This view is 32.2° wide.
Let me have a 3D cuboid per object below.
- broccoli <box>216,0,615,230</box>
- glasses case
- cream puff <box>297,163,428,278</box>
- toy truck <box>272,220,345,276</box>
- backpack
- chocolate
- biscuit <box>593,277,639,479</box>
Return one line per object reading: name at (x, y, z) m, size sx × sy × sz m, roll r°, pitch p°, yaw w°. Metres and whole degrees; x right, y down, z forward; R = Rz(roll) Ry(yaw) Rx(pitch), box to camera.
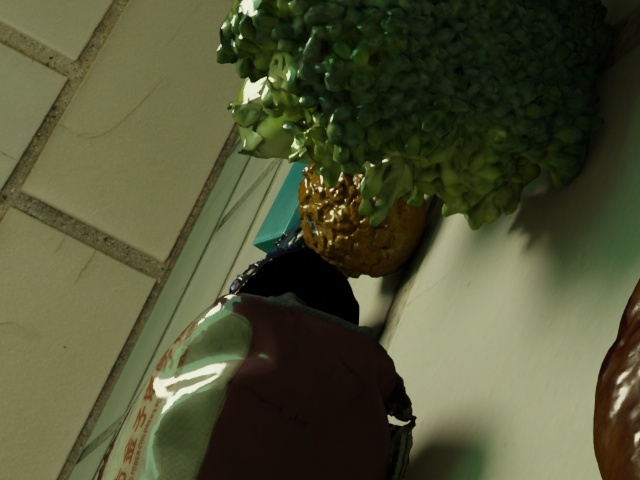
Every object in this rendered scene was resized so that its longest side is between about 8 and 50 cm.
broccoli at (0.081, -0.159, 0.844) m, size 0.338 × 0.277 × 0.317 m, roll -57°, pitch 17°, yaw -15°
glasses case at (0.014, -0.113, 1.545) m, size 0.301 × 0.070 × 0.117 m, roll -62°, pitch 17°, yaw -17°
cream puff at (0.033, -0.035, 1.065) m, size 0.126 × 0.103 × 0.144 m, roll -19°, pitch 66°, yaw 39°
toy truck at (0.000, 0.000, 1.295) m, size 0.088 × 0.074 × 0.202 m, roll -60°, pitch 11°, yaw -23°
backpack at (-0.068, 0.197, 0.814) m, size 0.283 × 0.197 × 0.317 m, roll -66°, pitch 8°, yaw -18°
chocolate at (-0.052, 0.095, 1.159) m, size 0.126 × 0.148 × 0.343 m, roll -31°, pitch -2°, yaw -13°
biscuit at (0.189, 0.032, 0.483) m, size 0.212 × 0.036 × 0.212 m, roll -56°, pitch 12°, yaw 18°
